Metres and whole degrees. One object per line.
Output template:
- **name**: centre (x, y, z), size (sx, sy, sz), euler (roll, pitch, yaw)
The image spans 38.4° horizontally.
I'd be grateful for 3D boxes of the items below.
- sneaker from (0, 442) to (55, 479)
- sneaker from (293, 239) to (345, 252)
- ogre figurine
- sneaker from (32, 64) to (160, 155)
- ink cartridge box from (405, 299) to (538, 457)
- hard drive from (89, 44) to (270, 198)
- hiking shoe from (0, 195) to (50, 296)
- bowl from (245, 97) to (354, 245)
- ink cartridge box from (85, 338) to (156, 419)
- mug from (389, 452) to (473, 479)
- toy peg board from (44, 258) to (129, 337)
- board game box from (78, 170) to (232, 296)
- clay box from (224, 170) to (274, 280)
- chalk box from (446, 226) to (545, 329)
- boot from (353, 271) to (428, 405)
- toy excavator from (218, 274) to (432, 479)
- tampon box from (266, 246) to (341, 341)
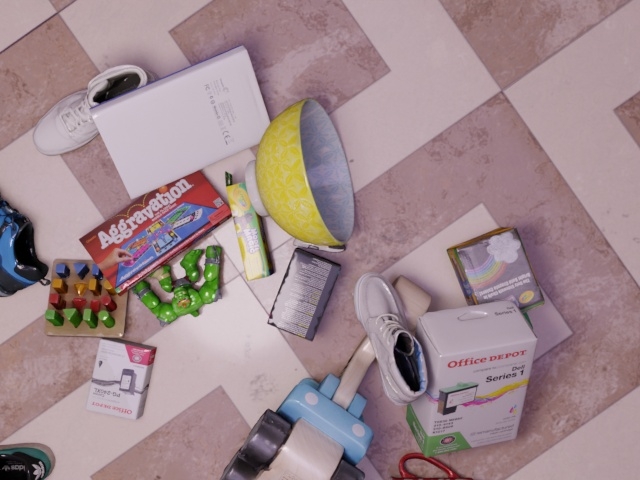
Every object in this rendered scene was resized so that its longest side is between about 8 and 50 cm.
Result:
- **sneaker**: centre (-0.702, 0.472, 1.859), size (0.302, 0.121, 0.108), euler (-10, 90, 1)
- **sneaker**: centre (0.000, 0.000, 1.894), size (0.109, 0.040, 0.044), euler (11, 88, 0)
- **ogre figurine**: centre (-0.280, 0.095, 1.874), size (0.197, 0.097, 0.118), euler (-20, 72, -17)
- **sneaker**: centre (-0.466, -0.268, 1.834), size (0.292, 0.169, 0.108), euler (-30, 92, 2)
- **ink cartridge box**: centre (0.286, 0.267, 1.767), size (0.201, 0.117, 0.278), euler (-8, 127, -13)
- **hard drive**: centre (-0.266, -0.231, 1.813), size (0.318, 0.040, 0.210), euler (-25, 131, -9)
- **hiking shoe**: centre (-0.643, -0.042, 1.856), size (0.132, 0.113, 0.304), euler (-17, 100, 18)
- **bowl**: centre (-0.054, -0.119, 1.794), size (0.156, 0.289, 0.290), euler (-13, 90, 19)
- **ink cartridge box**: centre (-0.409, 0.284, 1.885), size (0.109, 0.063, 0.151), euler (12, 90, 0)
- **mug**: centre (0.228, 0.514, 1.860), size (0.169, 0.113, 0.150), euler (-2, 92, -3)
- **toy peg board**: centre (-0.476, 0.109, 1.855), size (0.161, 0.079, 0.161), euler (2, 72, 0)
- **board game box**: centre (-0.332, -0.027, 1.860), size (0.281, 0.027, 0.145), euler (-36, 74, -11)
- **clay box**: centre (-0.144, -0.033, 1.851), size (0.053, 0.127, 0.222), euler (-12, 91, 1)
- **chalk box**: centre (0.358, 0.093, 1.847), size (0.132, 0.132, 0.213), euler (-20, 91, -1)
- **boot**: centre (0.137, 0.169, 1.684), size (0.095, 0.123, 0.258), euler (-15, 77, -16)
- **toy excavator**: centre (0.028, 0.317, 1.820), size (0.222, 0.445, 0.433), euler (33, 132, -1)
- **tampon box**: centre (-0.033, 0.107, 1.853), size (0.101, 0.120, 0.161), euler (22, 90, 0)
